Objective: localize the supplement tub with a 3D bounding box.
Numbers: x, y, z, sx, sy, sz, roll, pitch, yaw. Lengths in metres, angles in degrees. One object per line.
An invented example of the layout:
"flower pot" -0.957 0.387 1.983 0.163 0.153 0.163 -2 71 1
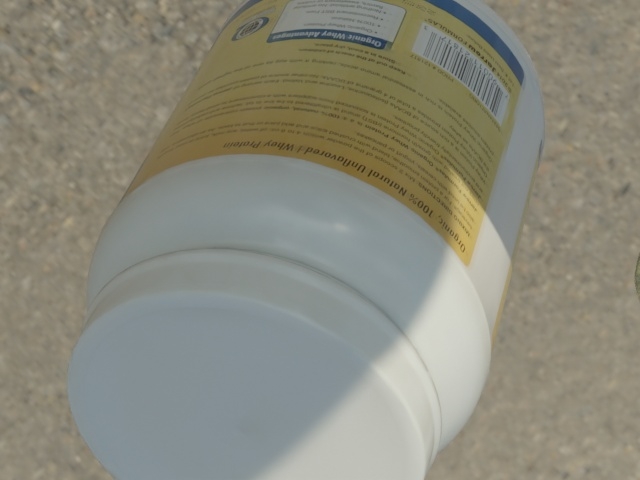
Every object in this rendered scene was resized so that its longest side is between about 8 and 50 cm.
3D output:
"supplement tub" 0.000 0.000 0.540 0.200 0.144 0.144 -67 155 -48

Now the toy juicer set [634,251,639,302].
"toy juicer set" 0.136 -0.130 0.314 0.089 0.209 0.329 -40 119 -39
